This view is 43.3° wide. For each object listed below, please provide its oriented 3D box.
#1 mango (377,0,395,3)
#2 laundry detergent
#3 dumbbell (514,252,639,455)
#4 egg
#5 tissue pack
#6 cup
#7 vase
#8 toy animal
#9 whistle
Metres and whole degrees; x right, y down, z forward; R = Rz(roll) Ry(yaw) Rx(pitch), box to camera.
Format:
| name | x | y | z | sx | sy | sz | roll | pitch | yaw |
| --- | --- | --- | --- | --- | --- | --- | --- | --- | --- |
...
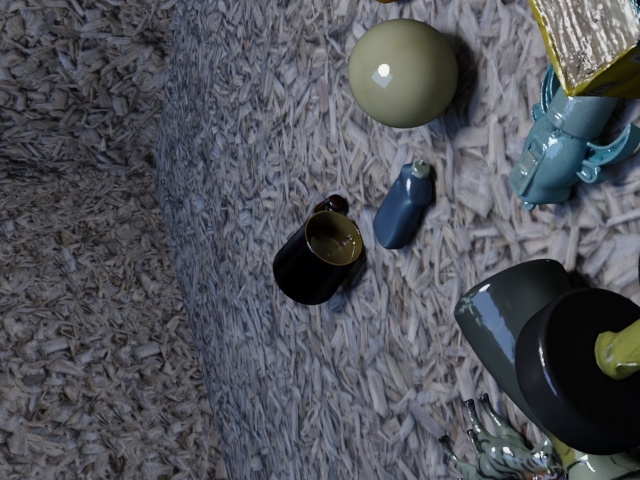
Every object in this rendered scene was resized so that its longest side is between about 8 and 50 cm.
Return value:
| name | x | y | z | sx | sy | sz | roll | pitch | yaw |
| --- | --- | --- | --- | --- | --- | --- | --- | --- | --- |
| mango | 0.130 | -0.501 | 1.513 | 0.165 | 0.089 | 0.115 | 134 | 129 | -64 |
| laundry detergent | 0.163 | -0.076 | 1.554 | 0.206 | 0.061 | 0.097 | 114 | 152 | -47 |
| dumbbell | 0.381 | 0.105 | 0.898 | 0.322 | 0.203 | 0.204 | 124 | 136 | -57 |
| egg | 0.140 | -0.291 | 1.407 | 0.242 | 0.185 | 0.186 | -124 | 35 | -68 |
| tissue pack | 0.349 | -0.243 | 0.824 | 0.134 | 0.270 | 0.192 | -40 | 57 | 57 |
| cup | -0.014 | 0.004 | 1.857 | 0.177 | 0.165 | 0.240 | -53 | 47 | 52 |
| vase | 0.324 | 0.201 | 1.119 | 0.321 | 0.173 | 0.173 | 68 | 152 | 23 |
| toy animal | 0.285 | 0.334 | 1.318 | 0.255 | 0.089 | 0.170 | 121 | 135 | -58 |
| whistle | 0.337 | -0.148 | 1.101 | 0.186 | 0.093 | 0.274 | -116 | 34 | -41 |
